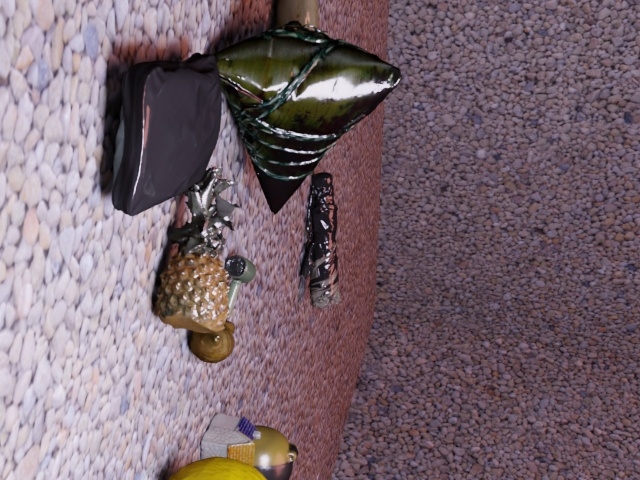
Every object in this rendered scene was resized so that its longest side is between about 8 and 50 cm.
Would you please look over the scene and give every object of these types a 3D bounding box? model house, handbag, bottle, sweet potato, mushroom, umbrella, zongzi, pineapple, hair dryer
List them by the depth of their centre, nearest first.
[{"bbox_3d":[-0.201,-0.150,1.385,0.332,0.075,0.191,-53,152,-74],"label":"handbag"},{"bbox_3d":[-0.179,0.010,1.558,0.125,0.125,0.251,59,35,-75],"label":"pineapple"},{"bbox_3d":[-0.185,0.174,1.794,0.269,0.075,0.074,-76,175,-89],"label":"sweet potato"},{"bbox_3d":[-0.054,-0.203,1.803,0.383,0.319,0.362,-119,-146,-77],"label":"zongzi"},{"bbox_3d":[-0.168,0.102,1.935,0.071,0.047,0.150,43,66,-76],"label":"hair dryer"},{"bbox_3d":[-0.167,0.395,1.980,0.100,0.100,0.087,-66,161,-60],"label":"model house"},{"bbox_3d":[-0.044,-0.462,2.010,0.107,0.087,0.333,8,89,-79],"label":"mushroom"},{"bbox_3d":[-0.138,0.550,2.103,0.171,0.172,0.351,-27,123,-78],"label":"bottle"},{"bbox_3d":[-0.002,-0.001,2.683,0.113,0.106,0.357,-82,170,-74],"label":"umbrella"}]

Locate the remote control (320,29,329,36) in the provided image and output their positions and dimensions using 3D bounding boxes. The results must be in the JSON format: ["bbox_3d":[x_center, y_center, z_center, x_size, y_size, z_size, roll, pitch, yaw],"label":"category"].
[{"bbox_3d":[-0.012,-0.371,2.406,0.098,0.038,0.233,-32,129,-78],"label":"remote control"}]

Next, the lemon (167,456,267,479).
[{"bbox_3d":[-0.171,0.473,1.665,0.288,0.234,0.233,-81,176,-65],"label":"lemon"}]
